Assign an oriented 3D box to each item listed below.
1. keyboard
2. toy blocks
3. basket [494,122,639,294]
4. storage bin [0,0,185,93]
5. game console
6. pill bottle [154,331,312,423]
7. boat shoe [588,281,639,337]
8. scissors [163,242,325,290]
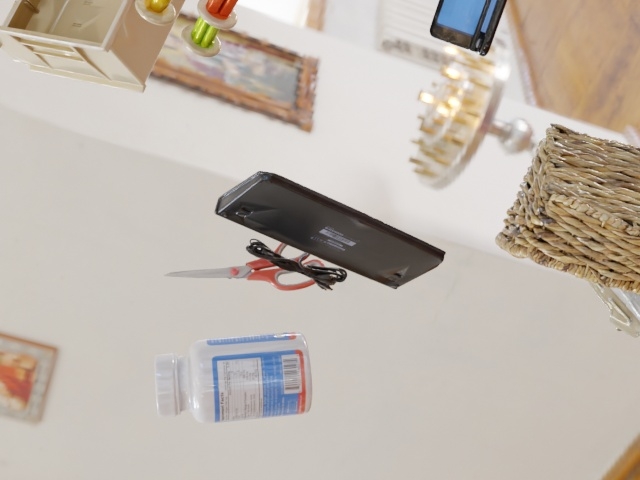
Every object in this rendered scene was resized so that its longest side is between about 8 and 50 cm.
[{"bbox_3d":[0.000,0.000,1.249,0.201,0.317,0.033,-32,44,44],"label":"keyboard"},{"bbox_3d":[-0.145,-0.307,1.086,0.148,0.123,0.054,-51,7,45],"label":"toy blocks"},{"bbox_3d":[0.406,0.016,1.228,0.214,0.299,0.223,-76,2,-50],"label":"basket"},{"bbox_3d":[-0.331,-0.375,1.329,0.262,0.260,0.123,-68,-25,-15],"label":"storage bin"},{"bbox_3d":[0.186,-0.296,1.112,0.107,0.071,0.122,-77,4,-74],"label":"game console"},{"bbox_3d":[-0.129,0.202,1.334,0.124,0.221,0.124,177,90,-82],"label":"pill bottle"},{"bbox_3d":[0.592,0.124,1.690,0.103,0.113,0.302,-39,76,40],"label":"boat shoe"},{"bbox_3d":[-0.141,0.066,1.700,0.021,0.297,0.109,81,173,-69],"label":"scissors"}]
